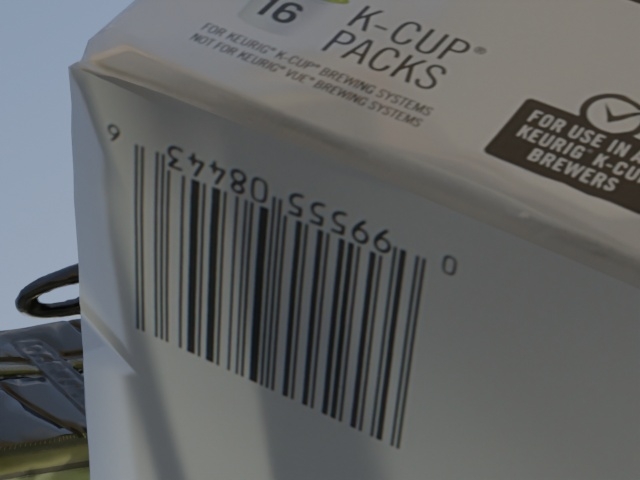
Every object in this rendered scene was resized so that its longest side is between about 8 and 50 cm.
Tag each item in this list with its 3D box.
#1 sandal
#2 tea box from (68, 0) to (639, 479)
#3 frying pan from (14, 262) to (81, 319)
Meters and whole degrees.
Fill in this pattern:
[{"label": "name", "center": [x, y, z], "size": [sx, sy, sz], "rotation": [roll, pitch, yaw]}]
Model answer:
[{"label": "sandal", "center": [-0.109, 0.096, 0.822], "size": [0.303, 0.120, 0.086], "rotation": [6, -66, -41]}, {"label": "tea box", "center": [0.161, 0.008, 0.492], "size": [0.323, 0.329, 0.220], "rotation": [-48, -27, -41]}, {"label": "frying pan", "center": [0.004, -0.026, 0.929], "size": [0.326, 0.053, 0.197], "rotation": [3, -60, -3]}]
